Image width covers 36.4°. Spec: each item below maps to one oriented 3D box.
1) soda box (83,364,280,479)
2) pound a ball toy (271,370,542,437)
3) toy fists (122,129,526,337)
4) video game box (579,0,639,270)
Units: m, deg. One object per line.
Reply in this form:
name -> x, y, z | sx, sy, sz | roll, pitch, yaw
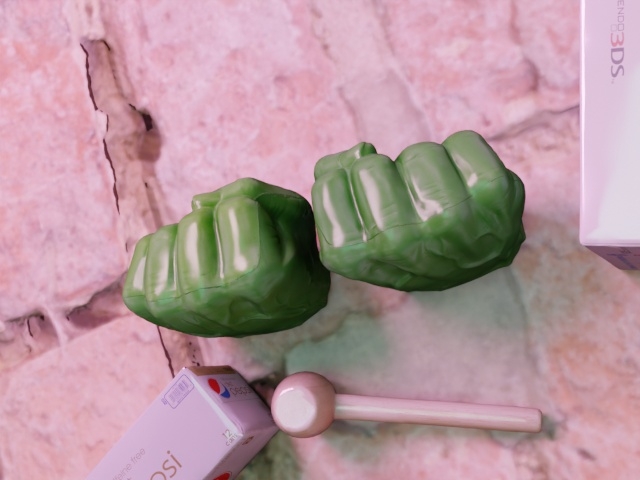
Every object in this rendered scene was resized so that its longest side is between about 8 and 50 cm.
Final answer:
soda box -> -0.131, 0.190, 0.725 | 0.216, 0.074, 0.069 | -48, 71, 11
pound a ball toy -> 0.102, 0.196, 0.604 | 0.319, 0.136, 0.208 | 1, 85, 20
toy fists -> 0.000, 0.000, 0.658 | 0.279, 0.142, 0.096 | -15, 80, 18
video game box -> 0.186, -0.088, 0.574 | 0.048, 0.187, 0.205 | -1, 84, 20
